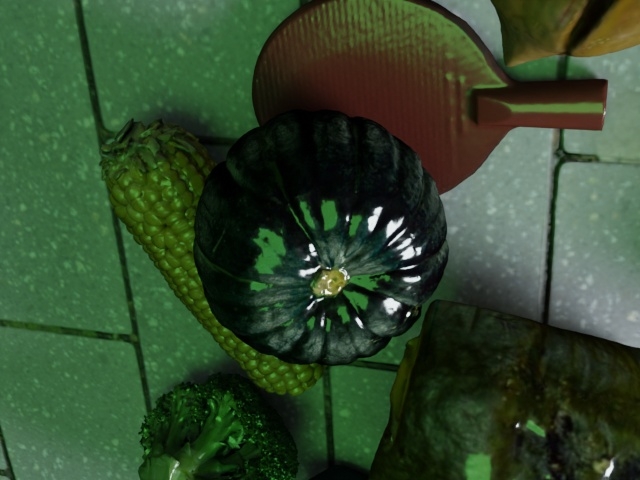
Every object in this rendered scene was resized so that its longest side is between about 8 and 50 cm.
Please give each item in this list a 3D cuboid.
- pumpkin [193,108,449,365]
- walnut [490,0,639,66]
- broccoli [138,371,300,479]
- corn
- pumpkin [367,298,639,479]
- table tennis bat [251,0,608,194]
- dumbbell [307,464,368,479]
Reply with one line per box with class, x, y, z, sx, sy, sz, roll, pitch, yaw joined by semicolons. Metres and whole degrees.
pumpkin;0.000;0.000;0.779;0.221;0.162;0.220;-3;120;-6
walnut;0.210;-0.239;0.608;0.203;0.203;0.298;32;124;-2
broccoli;-0.115;0.232;0.998;0.195;0.156;0.195;6;98;53
corn;-0.101;0.020;0.897;0.115;0.115;0.317;-22;111;27
pumpkin;0.170;0.204;0.829;0.226;0.256;0.303;16;107;12
table tennis bat;0.086;-0.119;0.799;0.310;0.038;0.200;3;121;16
dumbbell;-0.003;0.416;1.067;0.144;0.160;0.324;4;124;-21
